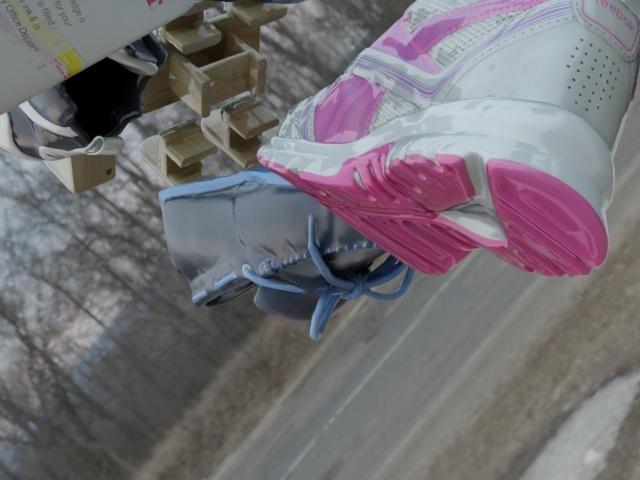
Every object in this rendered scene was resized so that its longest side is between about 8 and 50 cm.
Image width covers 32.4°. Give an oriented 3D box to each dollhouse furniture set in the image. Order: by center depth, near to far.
[{"bbox_3d":[-0.170,-0.166,1.038,0.242,0.161,0.212,-26,-39,-30],"label":"dollhouse furniture set"}]

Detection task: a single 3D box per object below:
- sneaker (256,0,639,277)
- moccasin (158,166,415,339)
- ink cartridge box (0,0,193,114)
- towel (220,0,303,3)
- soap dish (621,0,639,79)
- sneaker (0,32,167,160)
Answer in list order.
[{"bbox_3d":[0.059,-0.053,0.488,0.111,0.103,0.252,-60,23,-10],"label":"sneaker"},{"bbox_3d":[0.000,0.000,0.778,0.137,0.117,0.342,-12,4,-28],"label":"moccasin"},{"bbox_3d":[-0.179,-0.149,0.545,0.176,0.128,0.127,-30,45,-8],"label":"ink cartridge box"},{"bbox_3d":[-0.057,-0.187,0.792,0.067,0.119,0.029,-166,75,-70],"label":"towel"},{"bbox_3d":[0.272,-0.083,0.478,0.229,0.291,0.118,-33,-18,-47],"label":"soap dish"},{"bbox_3d":[-0.155,-0.162,0.718,0.094,0.153,0.235,3,-80,-49],"label":"sneaker"}]
